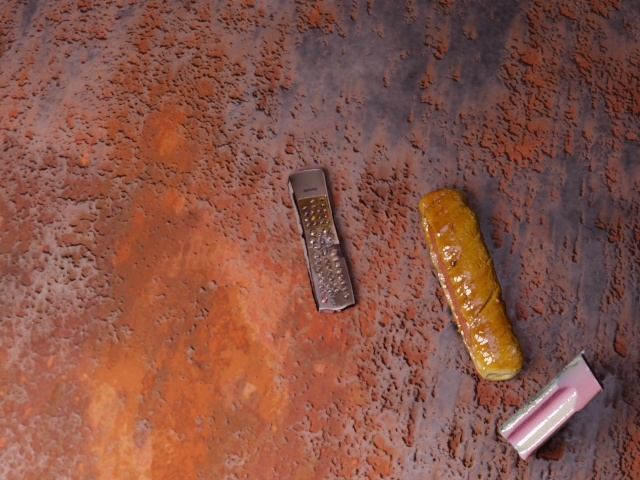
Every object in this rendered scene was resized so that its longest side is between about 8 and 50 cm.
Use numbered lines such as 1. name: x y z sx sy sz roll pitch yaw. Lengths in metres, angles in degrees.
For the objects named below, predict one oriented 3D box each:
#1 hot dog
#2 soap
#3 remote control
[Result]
1. hot dog: 0.207 0.055 1.739 0.087 0.061 0.286 -14 70 -23
2. soap: 0.305 0.213 1.656 0.149 0.100 0.056 -44 82 6
3. remote control: 0.000 0.000 1.760 0.059 0.028 0.212 -8 69 -12
